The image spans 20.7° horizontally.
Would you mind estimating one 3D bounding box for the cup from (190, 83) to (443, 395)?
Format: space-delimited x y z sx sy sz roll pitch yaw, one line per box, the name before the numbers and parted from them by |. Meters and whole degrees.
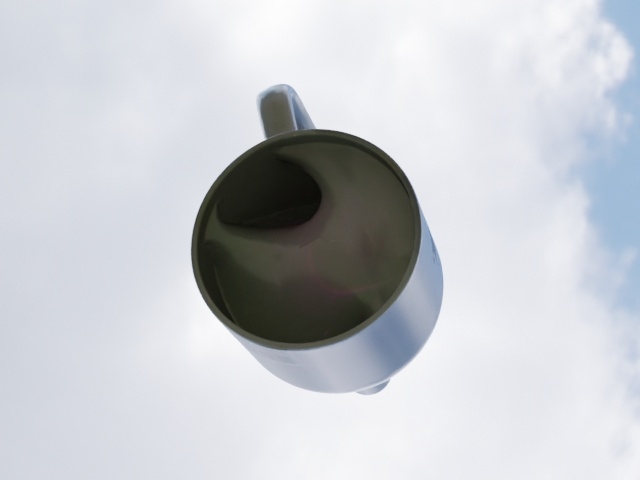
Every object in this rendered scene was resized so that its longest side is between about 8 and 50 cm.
cup | -0.006 0.011 1.052 0.134 0.142 0.173 -45 -115 -6
